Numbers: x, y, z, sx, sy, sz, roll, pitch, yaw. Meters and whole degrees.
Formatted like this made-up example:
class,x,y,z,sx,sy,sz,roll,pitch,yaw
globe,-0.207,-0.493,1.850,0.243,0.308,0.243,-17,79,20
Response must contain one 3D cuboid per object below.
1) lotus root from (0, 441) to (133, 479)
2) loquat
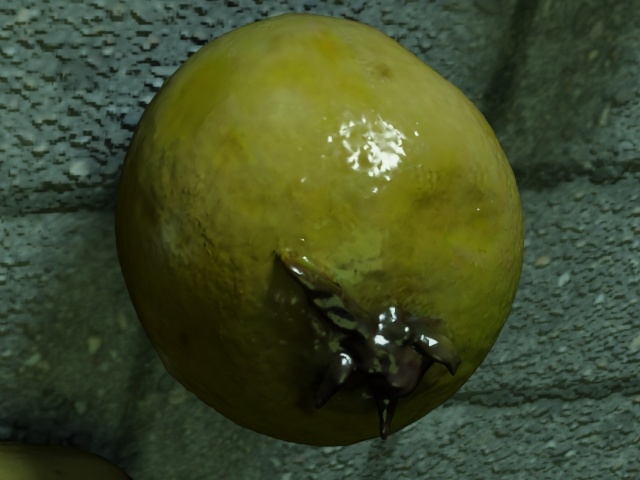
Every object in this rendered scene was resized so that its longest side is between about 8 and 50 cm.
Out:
class,x,y,z,sx,sy,sz,roll,pitch,yaw
lotus root,-0.235,0.194,1.112,0.303,0.131,0.146,1,125,-27
loquat,0.000,0.000,0.996,0.244,0.244,0.244,-14,132,-16
